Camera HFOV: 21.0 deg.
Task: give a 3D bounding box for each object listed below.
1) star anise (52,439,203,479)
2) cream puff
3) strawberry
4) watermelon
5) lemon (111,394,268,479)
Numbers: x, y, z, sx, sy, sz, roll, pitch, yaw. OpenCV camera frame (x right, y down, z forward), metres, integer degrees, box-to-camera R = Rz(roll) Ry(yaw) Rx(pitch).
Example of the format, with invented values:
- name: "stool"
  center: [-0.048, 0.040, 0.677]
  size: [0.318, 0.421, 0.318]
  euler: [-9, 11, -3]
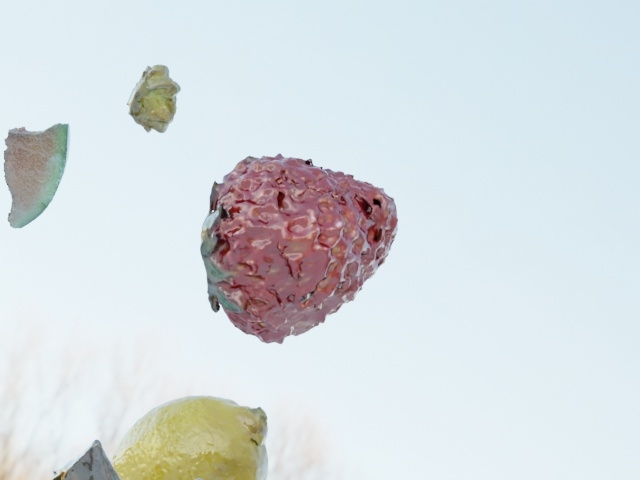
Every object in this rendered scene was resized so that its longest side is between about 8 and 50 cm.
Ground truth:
- name: "star anise"
  center: [-0.208, 0.309, 1.576]
  size: [0.108, 0.315, 0.315]
  euler: [17, -21, 27]
- name: "cream puff"
  center: [-0.211, -0.176, 2.150]
  size: [0.083, 0.058, 0.083]
  euler: [-41, -106, 36]
- name: "strawberry"
  center: [0.000, 0.000, 1.713]
  size: [0.236, 0.190, 0.111]
  euler: [-16, 9, -34]
- name: "watermelon"
  center: [-0.353, -0.089, 2.162]
  size: [0.080, 0.155, 0.101]
  euler: [6, 20, -2]
- name: "lemon"
  center: [-0.166, 0.299, 2.208]
  size: [0.188, 0.256, 0.188]
  euler: [46, 6, -6]
